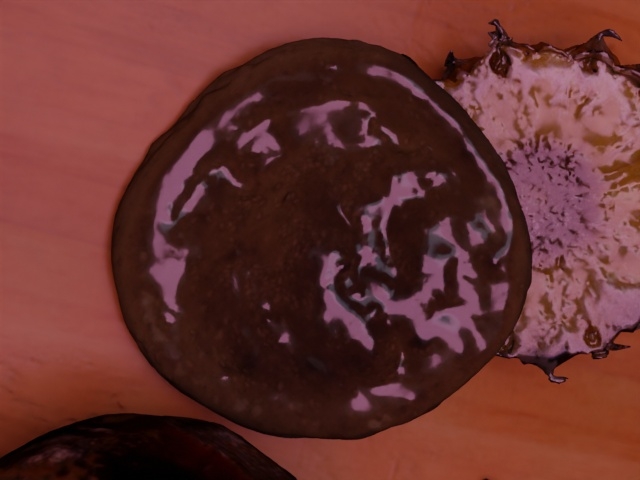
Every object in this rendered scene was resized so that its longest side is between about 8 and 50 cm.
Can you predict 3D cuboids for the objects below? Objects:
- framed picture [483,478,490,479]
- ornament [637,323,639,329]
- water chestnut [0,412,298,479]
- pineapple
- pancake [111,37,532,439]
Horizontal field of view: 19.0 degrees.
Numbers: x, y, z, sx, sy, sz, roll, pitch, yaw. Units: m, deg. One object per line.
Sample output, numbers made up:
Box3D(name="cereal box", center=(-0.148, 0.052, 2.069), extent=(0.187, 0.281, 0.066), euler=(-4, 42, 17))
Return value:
Box3D(name="framed picture", center=(0.117, 0.301, 1.187), extent=(0.189, 0.023, 0.260), euler=(31, 88, -12))
Box3D(name="ornament", center=(0.177, 0.012, 1.162), extent=(0.068, 0.041, 0.092), euler=(-2, 107, 6))
Box3D(name="water chestnut", center=(-0.090, 0.233, 1.012), extent=(0.289, 0.244, 0.289), euler=(-2, 95, -17))
Box3D(name="pineapple", center=(0.123, -0.028, 1.119), extent=(0.221, 0.047, 0.221), euler=(0, 99, 2))
Box3D(name="pancake", center=(0.000, 0.000, 1.082), extent=(0.241, 0.050, 0.242), euler=(0, 94, 3))
